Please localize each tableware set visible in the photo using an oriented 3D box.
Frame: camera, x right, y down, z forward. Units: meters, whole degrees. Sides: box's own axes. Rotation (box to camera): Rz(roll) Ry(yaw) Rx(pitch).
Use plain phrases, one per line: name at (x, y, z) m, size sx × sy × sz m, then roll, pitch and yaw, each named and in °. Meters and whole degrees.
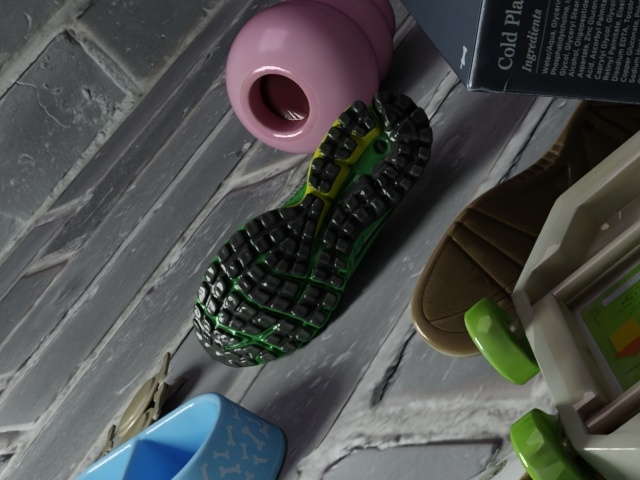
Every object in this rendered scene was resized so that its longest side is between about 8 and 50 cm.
tableware set at (-0.193, 0.209, 1.463) m, size 0.128 × 0.039 × 0.194 m, roll -53°, pitch 11°, yaw 11°

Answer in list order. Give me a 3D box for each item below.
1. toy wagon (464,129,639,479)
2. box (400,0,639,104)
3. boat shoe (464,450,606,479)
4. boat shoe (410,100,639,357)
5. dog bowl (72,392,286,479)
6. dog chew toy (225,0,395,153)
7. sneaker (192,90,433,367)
toy wagon at (0.214, 0.033, 0.683) m, size 0.267 × 0.068 × 0.344 m, roll -41°, pitch 25°, yaw 15°
box at (0.244, -0.226, 1.021) m, size 0.343 × 0.312 × 0.179 m, roll -106°, pitch 21°, yaw -68°
boat shoe at (0.119, 0.173, 0.811) m, size 0.277 × 0.098 × 0.096 m, roll -45°, pitch 20°, yaw 1°
boat shoe at (0.192, -0.015, 1.083) m, size 0.302 × 0.109 × 0.098 m, roll -49°, pitch -20°, yaw -12°
dog bowl at (-0.166, 0.250, 1.265) m, size 0.297 × 0.074 × 0.166 m, roll -35°, pitch 21°, yaw 25°
dog chew toy at (0.007, -0.258, 1.815) m, size 0.206 × 0.207 × 0.332 m, roll -29°, pitch 16°, yaw 37°
sneaker at (0.000, 0.000, 1.425) m, size 0.343 × 0.134 × 0.146 m, roll -48°, pitch -6°, yaw -1°
